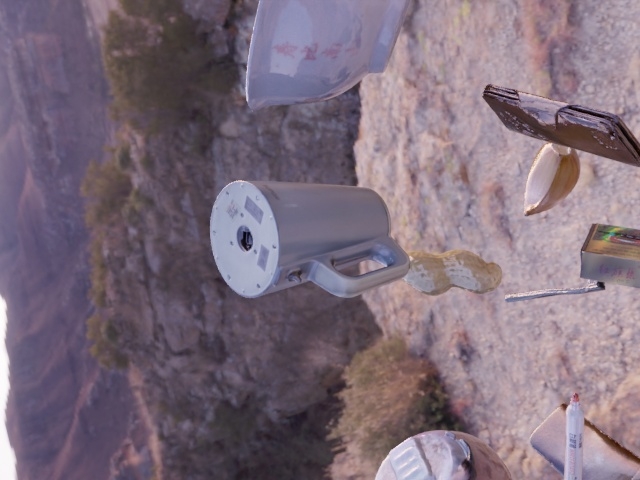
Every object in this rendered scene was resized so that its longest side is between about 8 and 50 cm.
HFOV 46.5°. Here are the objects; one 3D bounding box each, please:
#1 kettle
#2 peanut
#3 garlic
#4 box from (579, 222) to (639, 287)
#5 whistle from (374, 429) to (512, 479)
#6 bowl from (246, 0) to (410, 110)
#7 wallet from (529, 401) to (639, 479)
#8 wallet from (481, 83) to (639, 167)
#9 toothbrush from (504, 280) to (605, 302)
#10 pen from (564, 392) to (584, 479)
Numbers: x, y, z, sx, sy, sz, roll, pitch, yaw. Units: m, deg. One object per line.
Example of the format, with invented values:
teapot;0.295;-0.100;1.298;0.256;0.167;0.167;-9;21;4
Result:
kettle;0.000;0.000;1.070;0.210;0.243;0.159;43;127;37
peanut;0.227;0.056;1.321;0.082;0.187;0.082;-1;-90;-88
garlic;0.596;-0.156;1.912;0.128;0.115;0.206;-101;29;-68
box;0.668;0.031;1.648;0.160;0.240;0.071;8;109;24
whistle;0.170;0.360;0.878;0.347;0.189;0.189;-112;15;-61
bowl;0.032;-0.309;0.965;0.345;0.157;0.345;19;-90;-87
wallet;0.564;0.457;1.581;0.031;0.137;0.255;49;174;-35
wallet;0.254;-0.123;0.798;0.095;0.026;0.176;34;178;-43
toothbrush;0.554;0.123;1.786;0.297;0.030;0.030;-19;58;55
pen;0.347;0.280;1.017;0.026;0.026;0.218;52;161;50
